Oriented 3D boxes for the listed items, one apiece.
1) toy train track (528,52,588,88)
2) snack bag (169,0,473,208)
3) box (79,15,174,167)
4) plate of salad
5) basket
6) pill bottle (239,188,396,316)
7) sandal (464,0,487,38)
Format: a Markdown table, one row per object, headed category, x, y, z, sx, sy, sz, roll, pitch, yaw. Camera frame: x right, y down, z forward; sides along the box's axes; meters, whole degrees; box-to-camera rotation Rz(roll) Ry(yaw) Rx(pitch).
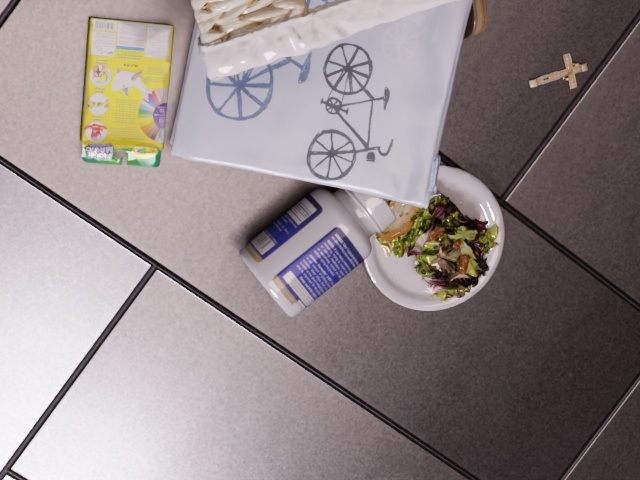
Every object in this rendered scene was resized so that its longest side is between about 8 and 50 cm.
| category | x | y | z | sx | sy | sz | roll | pitch | yaw |
| --- | --- | --- | --- | --- | --- | --- | --- | --- | --- |
| toy train track | 0.318 | -0.220 | 1.815 | 0.083 | 0.014 | 0.048 | -18 | 106 | -8 |
| snack bag | 0.009 | -0.228 | 1.682 | 0.343 | 0.037 | 0.323 | 12 | 94 | -1 |
| box | -0.240 | -0.182 | 1.682 | 0.105 | 0.043 | 0.179 | 4 | 99 | -14 |
| plate of salad | 0.154 | 0.000 | 1.810 | 0.200 | 0.048 | 0.199 | -3 | 103 | -13 |
| basket | -0.004 | -0.369 | 1.457 | 0.328 | 0.331 | 0.266 | -18 | 111 | 5 |
| pill bottle | 0.000 | 0.000 | 1.742 | 0.187 | 0.112 | 0.112 | -39 | 108 | -2 |
| sandal | 0.194 | -0.382 | 1.729 | 0.079 | 0.088 | 0.240 | -22 | 115 | -33 |
